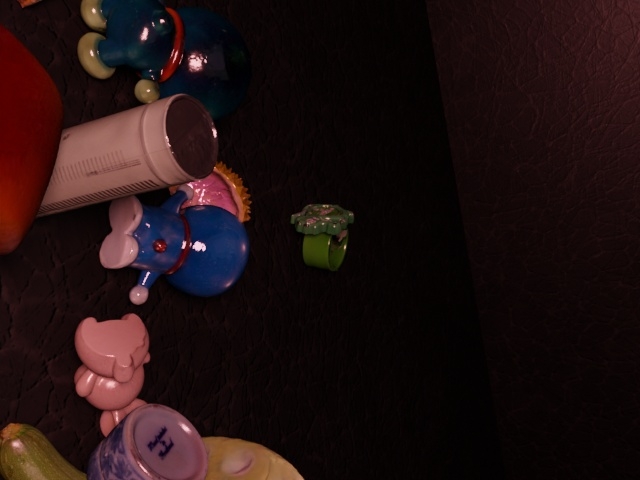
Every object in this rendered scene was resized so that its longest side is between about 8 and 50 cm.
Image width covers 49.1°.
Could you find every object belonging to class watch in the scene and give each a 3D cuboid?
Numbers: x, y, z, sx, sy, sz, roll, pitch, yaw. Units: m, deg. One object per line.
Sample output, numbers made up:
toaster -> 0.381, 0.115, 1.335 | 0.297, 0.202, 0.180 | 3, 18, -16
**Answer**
watch -> 0.000, 0.000, 1.658 | 0.165, 0.131, 0.152 | -47, 144, -58

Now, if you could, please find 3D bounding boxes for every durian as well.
durian -> -0.204, -0.077, 1.300 | 0.132, 0.165, 0.182 | -35, 94, -24

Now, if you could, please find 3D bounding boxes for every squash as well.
squash -> -0.371, 0.328, 0.962 | 0.077, 0.068, 0.219 | -52, 133, -26

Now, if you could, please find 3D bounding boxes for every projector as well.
projector -> -0.294, -0.098, 0.902 | 0.108, 0.337, 0.108 | 27, 58, -57

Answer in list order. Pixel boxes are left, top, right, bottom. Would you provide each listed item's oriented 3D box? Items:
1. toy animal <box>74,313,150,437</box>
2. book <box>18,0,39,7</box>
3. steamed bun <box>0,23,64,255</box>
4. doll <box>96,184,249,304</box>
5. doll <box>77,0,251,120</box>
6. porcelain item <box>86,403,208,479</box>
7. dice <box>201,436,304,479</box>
toy animal -> -0.321, 0.213, 1.062 | 0.124, 0.124, 0.213 | -48, 159, -53
book -> -0.444, -0.595, 1.019 | 0.300, 0.039, 0.428 | -59, 135, -47
steamed bun -> -0.435, -0.138, 0.690 | 0.379, 0.248, 0.235 | 30, 58, -40
doll -> -0.245, 0.011, 1.184 | 0.256, 0.161, 0.215 | 20, 85, -41
doll -> -0.240, -0.308, 1.192 | 0.322, 0.186, 0.199 | 9, 78, -57
porcelain item -> -0.250, 0.324, 1.007 | 0.147, 0.114, 0.147 | 39, 21, -19
dice -> -0.157, 0.490, 1.133 | 0.252, 0.254, 0.250 | -60, 139, -48
